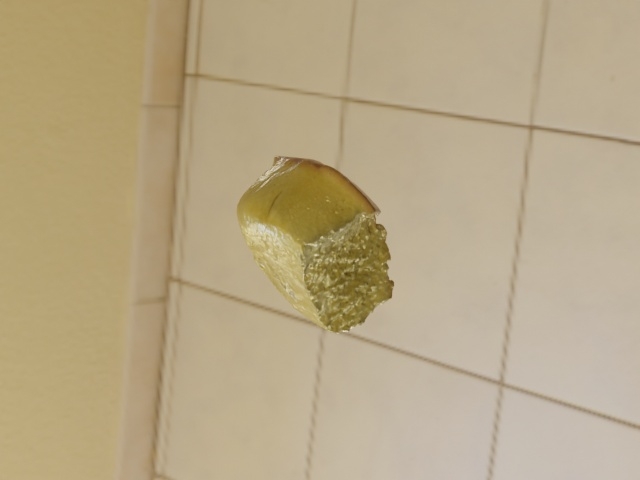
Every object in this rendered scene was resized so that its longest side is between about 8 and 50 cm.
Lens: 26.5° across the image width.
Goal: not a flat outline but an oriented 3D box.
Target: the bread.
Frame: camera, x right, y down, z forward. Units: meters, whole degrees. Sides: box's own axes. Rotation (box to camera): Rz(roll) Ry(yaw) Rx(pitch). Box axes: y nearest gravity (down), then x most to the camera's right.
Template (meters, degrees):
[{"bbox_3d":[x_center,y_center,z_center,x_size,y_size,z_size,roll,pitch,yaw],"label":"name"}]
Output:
[{"bbox_3d":[-0.007,-0.007,1.072,0.125,0.086,0.156,38,161,29],"label":"bread"}]
